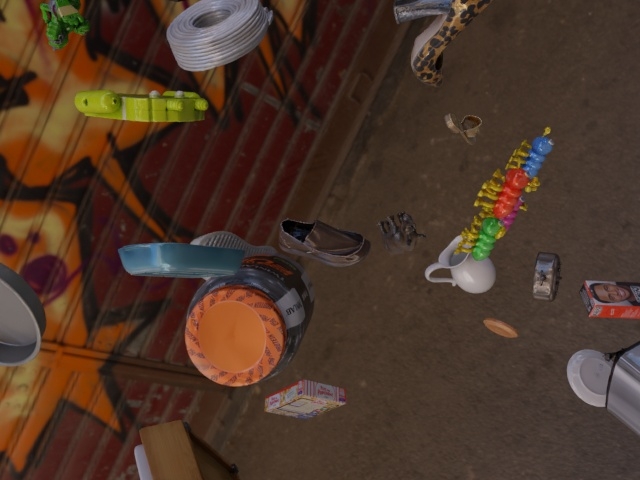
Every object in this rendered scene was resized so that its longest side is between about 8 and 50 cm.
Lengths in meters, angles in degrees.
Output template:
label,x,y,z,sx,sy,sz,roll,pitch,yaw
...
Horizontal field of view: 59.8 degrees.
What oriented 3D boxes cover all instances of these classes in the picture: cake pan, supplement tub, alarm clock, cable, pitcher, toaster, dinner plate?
label,x,y,z,sx,sy,sz,roll,pitch,yaw
cake pan,-0.733,0.151,1.224,0.293,0.293,0.054,-41,13,31
supplement tub,-0.125,0.139,1.050,0.207,0.207,0.338,-63,-1,7
alarm clock,0.591,0.097,1.453,0.064,0.192,0.129,7,92,31
cable,-0.254,-0.523,1.379,0.257,0.089,0.257,-9,46,13
pitcher,0.433,0.095,1.713,0.177,0.207,0.125,-36,43,21
toaster,0.607,0.254,0.999,0.185,0.168,0.110,-23,37,-14
dinner plate,0.676,0.335,1.364,0.017,0.141,0.141,107,164,-61

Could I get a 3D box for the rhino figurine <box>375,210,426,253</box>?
label,x,y,z,sx,sy,sz,roll,pitch,yaw
rhino figurine,0.214,-0.020,1.461,0.243,0.073,0.106,143,106,-78

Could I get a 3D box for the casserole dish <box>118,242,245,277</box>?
label,x,y,z,sx,sy,sz,roll,pitch,yaw
casserole dish,-0.187,0.030,0.767,0.114,0.188,0.037,-6,82,31

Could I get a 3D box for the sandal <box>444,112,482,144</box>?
label,x,y,z,sx,sy,sz,roll,pitch,yaw
sandal,0.526,-0.403,1.955,0.079,0.240,0.088,-26,68,34

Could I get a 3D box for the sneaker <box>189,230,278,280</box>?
label,x,y,z,sx,sy,sz,roll,pitch,yaw
sneaker,-0.236,0.066,1.357,0.150,0.366,0.135,-10,76,21

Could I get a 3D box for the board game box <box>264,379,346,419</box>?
label,x,y,z,sx,sy,sz,roll,pitch,yaw
board game box,-0.043,0.448,1.555,0.193,0.146,0.045,-36,44,42

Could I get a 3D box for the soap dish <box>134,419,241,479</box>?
label,x,y,z,sx,sy,sz,roll,pitch,yaw
soap dish,-0.244,0.521,1.145,0.118,0.291,0.229,-35,40,-7

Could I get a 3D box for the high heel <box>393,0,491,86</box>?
label,x,y,z,sx,sy,sz,roll,pitch,yaw
high heel,0.270,-0.395,1.105,0.186,0.261,0.093,-3,66,25

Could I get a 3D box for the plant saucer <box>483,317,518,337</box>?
label,x,y,z,sx,sy,sz,roll,pitch,yaw
plant saucer,0.425,0.208,1.314,0.083,0.083,0.013,8,65,52

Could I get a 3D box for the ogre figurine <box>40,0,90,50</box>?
label,x,y,z,sx,sy,sz,roll,pitch,yaw
ogre figurine,-0.533,-0.485,1.166,0.118,0.096,0.197,-23,72,58

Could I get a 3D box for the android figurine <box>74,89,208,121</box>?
label,x,y,z,sx,sy,sz,roll,pitch,yaw
android figurine,-0.345,-0.269,1.102,0.272,0.248,0.056,11,108,34

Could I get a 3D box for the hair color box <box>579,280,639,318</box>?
label,x,y,z,sx,sy,sz,roll,pitch,yaw
hair color box,0.646,0.128,1.202,0.072,0.141,0.043,-89,0,-46

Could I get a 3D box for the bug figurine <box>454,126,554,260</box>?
label,x,y,z,sx,sy,sz,roll,pitch,yaw
bug figurine,0.332,-0.076,0.976,0.072,0.279,0.216,31,128,17

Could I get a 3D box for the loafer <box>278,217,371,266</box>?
label,x,y,z,sx,sy,sz,roll,pitch,yaw
loafer,0.000,0.000,2.013,0.365,0.130,0.134,7,54,21
